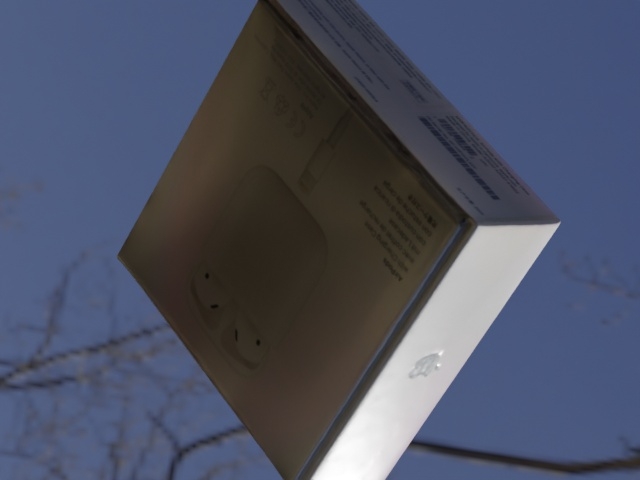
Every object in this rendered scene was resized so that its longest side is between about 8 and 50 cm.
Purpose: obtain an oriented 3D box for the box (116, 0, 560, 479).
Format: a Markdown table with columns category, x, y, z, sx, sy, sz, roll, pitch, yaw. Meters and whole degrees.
| category | x | y | z | sx | sy | sz | roll | pitch | yaw |
| --- | --- | --- | --- | --- | --- | --- | --- | --- | --- |
| box | 0.000 | 0.000 | 0.718 | 0.130 | 0.051 | 0.129 | 51 | -56 | 31 |
